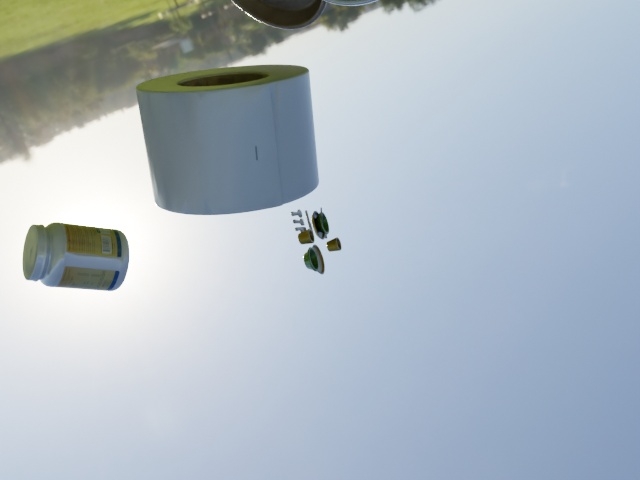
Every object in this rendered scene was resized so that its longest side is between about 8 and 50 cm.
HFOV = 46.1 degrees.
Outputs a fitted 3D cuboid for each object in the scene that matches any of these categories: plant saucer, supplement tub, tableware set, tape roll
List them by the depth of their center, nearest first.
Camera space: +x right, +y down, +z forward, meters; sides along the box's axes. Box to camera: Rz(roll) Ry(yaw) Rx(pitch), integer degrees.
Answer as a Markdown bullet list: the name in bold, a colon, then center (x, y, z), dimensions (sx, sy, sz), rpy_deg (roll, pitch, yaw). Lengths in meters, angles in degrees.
- **tape roll**: center (-0.129, -0.151, 1.079), dimensions (0.246, 0.169, 0.246), rpy_deg (-4, -160, 2)
- **tableware set**: center (0.000, 0.000, 1.161), dimensions (0.024, 0.104, 0.154), rpy_deg (-16, 176, 17)
- **plant saucer**: center (-0.100, -0.512, 1.378), dimensions (0.277, 0.278, 0.041), rpy_deg (-2, -134, 48)
- **supplement tub**: center (-0.538, 0.035, 1.659), dimensions (0.199, 0.144, 0.144), rpy_deg (8, 178, -35)

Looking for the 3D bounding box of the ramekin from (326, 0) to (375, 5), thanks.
- **ramekin**: center (0.050, -0.440, 1.063), dimensions (0.207, 0.207, 0.109), rpy_deg (-17, -166, 18)
